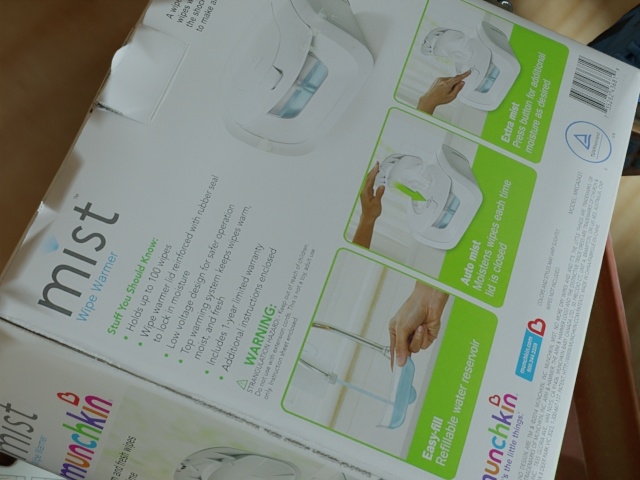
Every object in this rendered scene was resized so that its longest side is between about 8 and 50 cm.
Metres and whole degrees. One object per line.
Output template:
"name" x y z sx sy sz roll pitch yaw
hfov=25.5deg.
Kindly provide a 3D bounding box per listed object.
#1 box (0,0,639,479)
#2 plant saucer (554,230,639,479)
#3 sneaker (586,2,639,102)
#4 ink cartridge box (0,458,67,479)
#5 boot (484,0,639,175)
"box" 0.000 0.000 0.638 0.231 0.127 0.262 22 55 -3
"plant saucer" 0.050 0.095 0.758 0.258 0.047 0.259 -7 83 -22
"sneaker" 0.191 -0.108 0.771 0.069 0.209 0.082 57 27 13
"ink cartridge box" -0.178 0.168 0.656 0.145 0.045 0.179 11 66 -29
"boot" 0.095 -0.113 0.770 0.219 0.082 0.106 20 64 7
